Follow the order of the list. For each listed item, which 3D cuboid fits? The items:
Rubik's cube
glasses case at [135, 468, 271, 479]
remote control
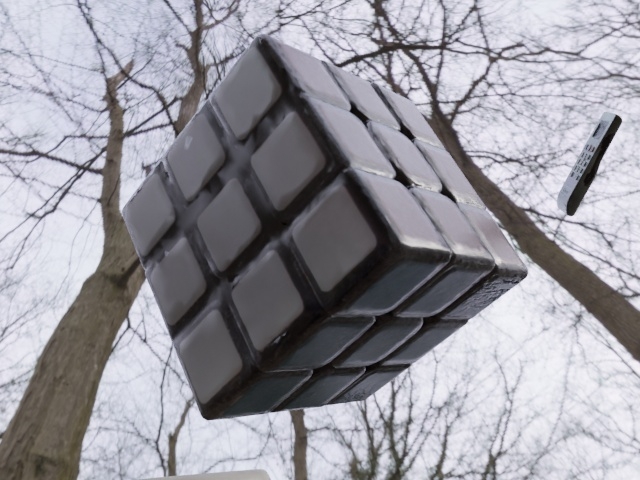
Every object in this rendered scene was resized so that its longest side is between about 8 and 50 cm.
[{"bbox_3d":[0.000,0.000,0.805,0.305,0.304,0.301,10,-46,-48],"label":"Rubik's cube"},{"bbox_3d":[-0.219,0.461,1.159,0.131,0.070,0.312,-47,-36,21],"label":"glasses case"},{"bbox_3d":[0.421,-0.119,1.066,0.029,0.065,0.166,24,-75,0],"label":"remote control"}]
